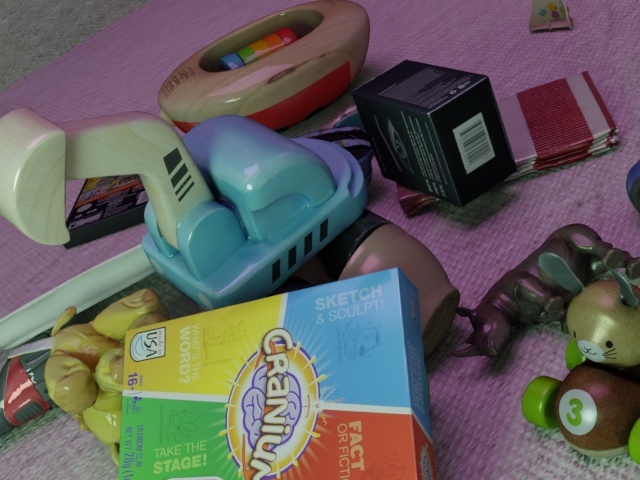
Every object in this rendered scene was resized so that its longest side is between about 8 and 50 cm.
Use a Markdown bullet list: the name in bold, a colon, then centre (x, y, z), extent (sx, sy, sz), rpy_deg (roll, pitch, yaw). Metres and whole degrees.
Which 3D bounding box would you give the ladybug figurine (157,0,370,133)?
- **ladybug figurine**: centre (-0.100, -0.311, 1.910), extent (0.449, 0.162, 0.305), rpy_deg (-26, 32, -8)

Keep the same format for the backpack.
- **backpack**: centre (0.003, -0.106, 1.551), extent (0.173, 0.117, 0.158), rpy_deg (-18, 29, -5)

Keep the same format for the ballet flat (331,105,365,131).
- **ballet flat**: centre (0.134, -0.211, 1.666), extent (0.240, 0.091, 0.077), rpy_deg (-14, 24, 1)

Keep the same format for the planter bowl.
- **planter bowl**: centre (0.095, 0.076, 1.168), extent (0.109, 0.162, 0.162), rpy_deg (30, 55, 24)

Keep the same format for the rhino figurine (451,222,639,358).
- **rhino figurine**: centre (0.245, 0.064, 1.134), extent (0.243, 0.073, 0.106), rpy_deg (-35, 34, -14)

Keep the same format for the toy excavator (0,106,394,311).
- **toy excavator**: centre (-0.145, -0.053, 1.203), extent (0.433, 0.445, 0.222), rpy_deg (-39, 46, -23)

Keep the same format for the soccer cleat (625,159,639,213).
- **soccer cleat**: centre (0.509, -0.099, 1.178), extent (0.289, 0.093, 0.121), rpy_deg (-13, 24, 20)

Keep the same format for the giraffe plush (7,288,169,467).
- **giraffe plush**: centre (-0.254, 0.184, 1.221), extent (0.210, 0.171, 0.181), rpy_deg (-9, 31, 25)

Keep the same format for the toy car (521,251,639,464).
- **toy car**: centre (0.269, 0.097, 0.939), extent (0.149, 0.188, 0.155), rpy_deg (-40, 32, -26)

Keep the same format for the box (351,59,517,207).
- **box**: centre (0.157, -0.156, 1.398), extent (0.108, 0.153, 0.207), rpy_deg (-33, 30, -17)

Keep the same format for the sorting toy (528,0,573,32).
- **sorting toy**: centre (0.414, -0.419, 1.790), extent (0.083, 0.075, 0.045), rpy_deg (5, 41, 42)

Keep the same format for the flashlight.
- **flashlight**: centre (-0.487, 0.246, 1.375), extent (0.304, 0.103, 0.103), rpy_deg (-30, 3, -7)

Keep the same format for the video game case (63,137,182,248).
- **video game case**: centre (-0.347, -0.101, 1.901), extent (0.274, 0.035, 0.248), rpy_deg (-19, 30, 13)

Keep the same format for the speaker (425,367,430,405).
- **speaker**: centre (-0.033, 0.172, 1.115), extent (0.296, 0.131, 0.131), rpy_deg (-5, 35, 32)

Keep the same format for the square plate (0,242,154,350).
- **square plate**: centre (-0.353, 0.073, 1.490), extent (0.347, 0.049, 0.344), rpy_deg (-28, 4, -12)

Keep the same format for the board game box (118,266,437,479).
- **board game box**: centre (-0.050, 0.177, 0.987), extent (0.316, 0.064, 0.242), rpy_deg (-14, 60, 19)

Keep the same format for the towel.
- **towel**: centre (0.269, -0.152, 1.508), extent (0.328, 0.037, 0.237), rpy_deg (-18, 29, 12)
